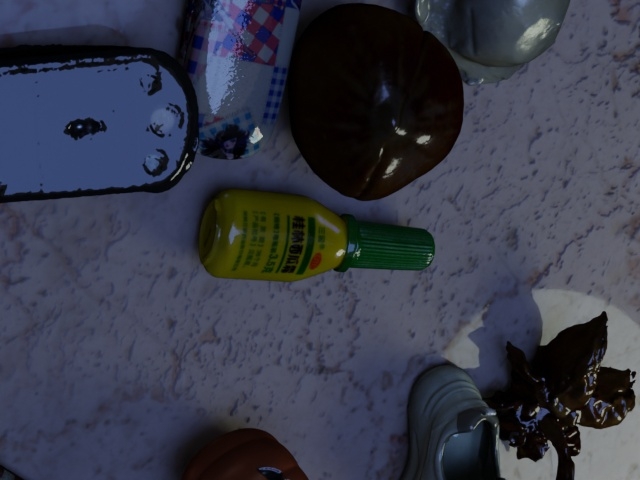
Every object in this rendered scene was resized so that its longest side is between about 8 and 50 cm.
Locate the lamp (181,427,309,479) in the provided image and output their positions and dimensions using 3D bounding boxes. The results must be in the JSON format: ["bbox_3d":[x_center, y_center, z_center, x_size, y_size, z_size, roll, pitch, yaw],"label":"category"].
[{"bbox_3d":[-0.092,0.331,1.738,0.164,0.188,0.187,-31,117,-17],"label":"lamp"}]

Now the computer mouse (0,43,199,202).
[{"bbox_3d":[-0.272,-0.131,1.554,0.269,0.100,0.170,-5,103,-20],"label":"computer mouse"}]

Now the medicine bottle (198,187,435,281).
[{"bbox_3d":[0.000,0.000,1.745,0.309,0.076,0.111,4,111,-28],"label":"medicine bottle"}]

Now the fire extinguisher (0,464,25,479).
[{"bbox_3d":[-0.367,0.300,1.682,0.049,0.035,0.173,-31,125,28],"label":"fire extinguisher"}]

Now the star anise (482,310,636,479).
[{"bbox_3d":[0.336,0.261,1.953,0.237,0.148,0.346,3,94,-25],"label":"star anise"}]

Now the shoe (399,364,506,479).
[{"bbox_3d":[0.181,0.335,1.892,0.124,0.159,0.316,-3,104,-27],"label":"shoe"}]

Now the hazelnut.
[{"bbox_3d":[0.060,-0.164,1.646,0.230,0.229,0.229,-8,109,-24],"label":"hazelnut"}]

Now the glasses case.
[{"bbox_3d":[-0.089,-0.253,1.620,0.125,0.076,0.327,5,104,-29],"label":"glasses case"}]

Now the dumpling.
[{"bbox_3d":[0.207,-0.303,1.716,0.193,0.147,0.258,18,127,-21],"label":"dumpling"}]
